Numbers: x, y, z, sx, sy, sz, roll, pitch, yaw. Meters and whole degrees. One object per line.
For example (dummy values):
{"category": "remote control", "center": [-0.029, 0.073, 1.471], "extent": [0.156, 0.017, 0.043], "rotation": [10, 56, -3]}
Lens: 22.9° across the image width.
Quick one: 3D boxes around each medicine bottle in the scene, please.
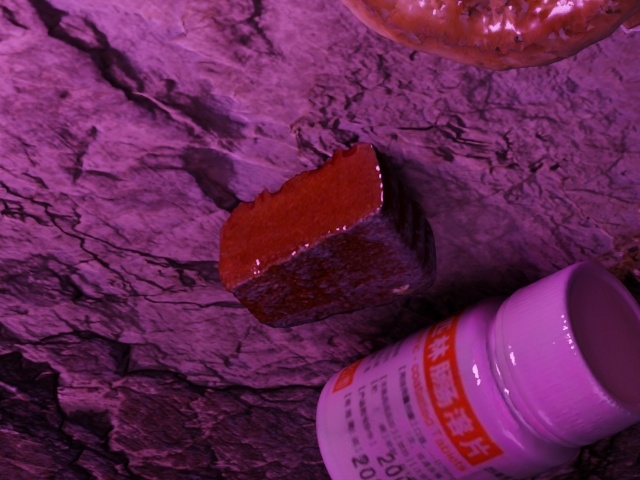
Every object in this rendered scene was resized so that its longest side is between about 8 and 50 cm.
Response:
{"category": "medicine bottle", "center": [0.199, 0.189, 1.896], "extent": [0.388, 0.219, 0.219], "rotation": [-28, 136, 36]}

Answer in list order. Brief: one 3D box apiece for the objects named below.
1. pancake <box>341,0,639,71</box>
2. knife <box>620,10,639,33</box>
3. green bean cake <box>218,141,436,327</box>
{"category": "pancake", "center": [0.117, -0.267, 1.179], "extent": [0.356, 0.065, 0.356], "rotation": [14, 139, 13]}
{"category": "knife", "center": [0.306, -0.210, 1.502], "extent": [0.046, 0.022, 0.256], "rotation": [-20, 140, 32]}
{"category": "green bean cake", "center": [0.000, 0.000, 1.733], "extent": [0.232, 0.097, 0.198], "rotation": [-17, 143, 22]}
